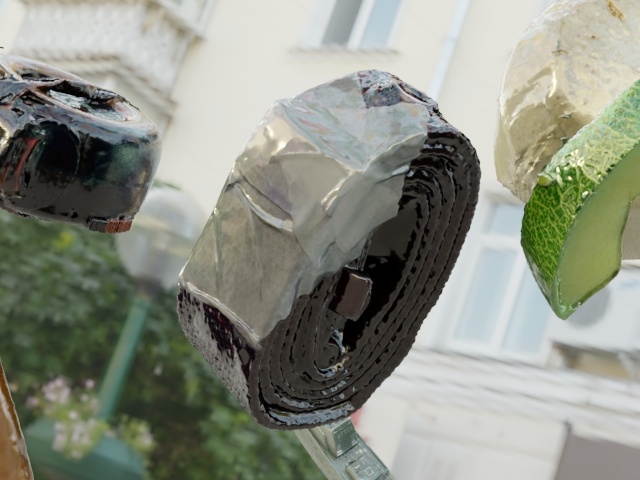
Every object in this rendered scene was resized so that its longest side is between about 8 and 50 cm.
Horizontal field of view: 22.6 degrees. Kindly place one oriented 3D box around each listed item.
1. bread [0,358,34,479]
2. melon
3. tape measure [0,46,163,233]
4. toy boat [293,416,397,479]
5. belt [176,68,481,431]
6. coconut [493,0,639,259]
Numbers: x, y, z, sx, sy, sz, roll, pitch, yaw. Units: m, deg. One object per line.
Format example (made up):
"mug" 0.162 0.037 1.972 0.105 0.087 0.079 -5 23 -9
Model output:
"bread" -0.320 0.156 1.324 0.138 0.361 0.077 -15 7 -12
"melon" 0.219 -0.047 1.157 0.118 0.209 0.064 41 8 -50
"tape measure" -0.258 -0.090 1.507 0.223 0.135 0.202 10 17 -45
"toy boat" 0.048 0.312 2.216 0.260 0.078 0.085 51 -36 13
"belt" 0.000 0.000 1.288 0.184 0.289 0.164 12 24 -42
"coconut" 0.281 -0.105 1.486 0.245 0.245 0.247 17 -20 9
